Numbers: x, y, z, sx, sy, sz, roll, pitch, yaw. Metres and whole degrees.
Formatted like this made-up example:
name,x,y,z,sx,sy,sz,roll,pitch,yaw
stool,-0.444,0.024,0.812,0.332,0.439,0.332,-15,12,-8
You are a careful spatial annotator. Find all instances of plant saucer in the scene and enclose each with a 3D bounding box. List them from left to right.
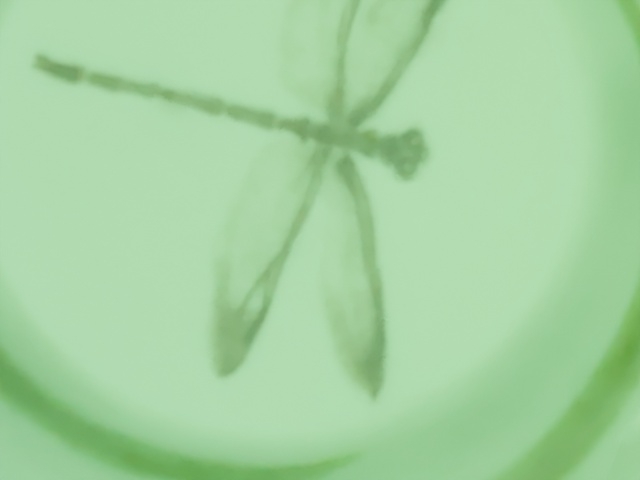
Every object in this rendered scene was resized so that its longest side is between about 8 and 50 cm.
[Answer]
name,x,y,z,sx,sy,sz,roll,pitch,yaw
plant saucer,-0.013,-0.038,0.488,0.100,0.400,0.400,83,-18,-77
